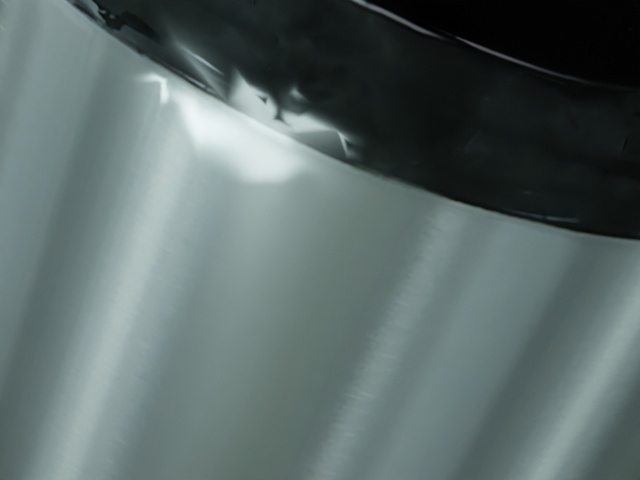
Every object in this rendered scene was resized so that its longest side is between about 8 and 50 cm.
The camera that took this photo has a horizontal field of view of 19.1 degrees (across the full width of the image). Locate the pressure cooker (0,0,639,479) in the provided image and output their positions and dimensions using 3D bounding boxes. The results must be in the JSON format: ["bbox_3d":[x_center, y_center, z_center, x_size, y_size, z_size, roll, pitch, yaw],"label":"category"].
[{"bbox_3d":[-0.006,-0.002,0.727,0.375,0.420,0.370,38,39,20],"label":"pressure cooker"}]
